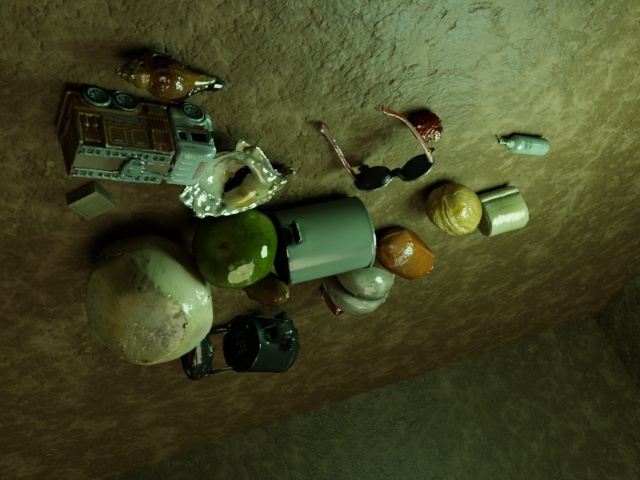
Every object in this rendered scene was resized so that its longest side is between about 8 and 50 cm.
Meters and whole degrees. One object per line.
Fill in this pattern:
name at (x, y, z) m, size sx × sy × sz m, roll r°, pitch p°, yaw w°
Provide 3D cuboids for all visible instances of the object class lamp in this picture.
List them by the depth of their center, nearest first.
lamp at (-0.225, 0.395, 2.294) m, size 0.374 × 0.205 × 0.272 m, roll -20°, pitch 155°, yaw 17°

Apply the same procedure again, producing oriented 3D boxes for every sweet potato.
sweet potato at (-0.201, 0.120, 1.807) m, size 0.109 × 0.109 × 0.385 m, roll -1°, pitch -173°, yaw -32°

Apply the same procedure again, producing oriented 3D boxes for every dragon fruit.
dragon fruit at (0.058, 0.191, 2.270) m, size 0.102 × 0.096 × 0.147 m, roll -15°, pitch 120°, yaw -32°

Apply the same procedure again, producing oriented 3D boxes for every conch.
conch at (-0.291, -0.311, 1.211) m, size 0.086 × 0.080 × 0.233 m, roll -29°, pitch 152°, yaw 29°

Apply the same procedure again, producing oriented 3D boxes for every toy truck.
toy truck at (-0.367, -0.199, 1.262) m, size 0.306 × 0.162 × 0.136 m, roll 2°, pitch 143°, yaw -35°

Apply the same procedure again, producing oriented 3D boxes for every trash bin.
trash bin at (0.000, 0.000, 1.771) m, size 0.263 × 0.217 × 0.277 m, roll -12°, pitch 164°, yaw -16°

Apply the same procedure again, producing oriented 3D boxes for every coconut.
coconut at (-0.454, 0.148, 1.641) m, size 0.353 × 0.352 × 0.352 m, roll -16°, pitch 150°, yaw -10°

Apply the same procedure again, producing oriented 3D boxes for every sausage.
sausage at (0.288, 0.045, 2.098) m, size 0.141 × 0.153 × 0.268 m, roll -43°, pitch 145°, yaw 15°

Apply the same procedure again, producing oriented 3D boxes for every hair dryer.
hair dryer at (-0.545, 0.347, 2.103) m, size 0.360 × 0.120 × 0.303 m, roll 2°, pitch 121°, yaw -5°

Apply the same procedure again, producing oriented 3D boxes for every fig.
fig at (-0.233, 0.009, 1.670) m, size 0.233 × 0.233 × 0.314 m, roll -16°, pitch -167°, yaw -9°

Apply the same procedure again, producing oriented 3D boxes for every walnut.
walnut at (0.425, -0.100, 1.949) m, size 0.165 × 0.165 × 0.197 m, roll -38°, pitch 147°, yaw 27°

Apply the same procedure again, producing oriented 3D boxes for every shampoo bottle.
shampoo bottle at (0.607, -0.289, 1.855) m, size 0.195 × 0.056 × 0.056 m, roll -2°, pitch 145°, yaw -32°

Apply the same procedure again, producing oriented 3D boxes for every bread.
bread at (0.604, -0.098, 2.074) m, size 0.141 × 0.148 × 0.134 m, roll -16°, pitch 169°, yaw -7°

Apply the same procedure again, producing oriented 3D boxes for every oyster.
oyster at (-0.204, -0.153, 1.497) m, size 0.275 × 0.100 × 0.271 m, roll -33°, pitch 156°, yaw -3°

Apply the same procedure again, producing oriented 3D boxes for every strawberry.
strawberry at (0.277, -0.295, 1.611) m, size 0.096 × 0.083 × 0.083 m, roll 17°, pitch 133°, yaw -36°

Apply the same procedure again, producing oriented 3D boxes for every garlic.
garlic at (0.125, 0.134, 2.076) m, size 0.292 × 0.237 × 0.210 m, roll 12°, pitch 120°, yaw -19°

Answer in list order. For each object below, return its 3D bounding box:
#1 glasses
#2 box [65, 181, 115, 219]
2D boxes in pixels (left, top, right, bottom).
glasses at (0.147, -0.252, 1.572) m, size 0.234 × 0.118 × 0.268 m, roll -10°, pitch 138°, yaw 28°
box at (-0.542, -0.092, 1.454) m, size 0.079 × 0.035 × 0.083 m, roll -25°, pitch 151°, yaw 6°
